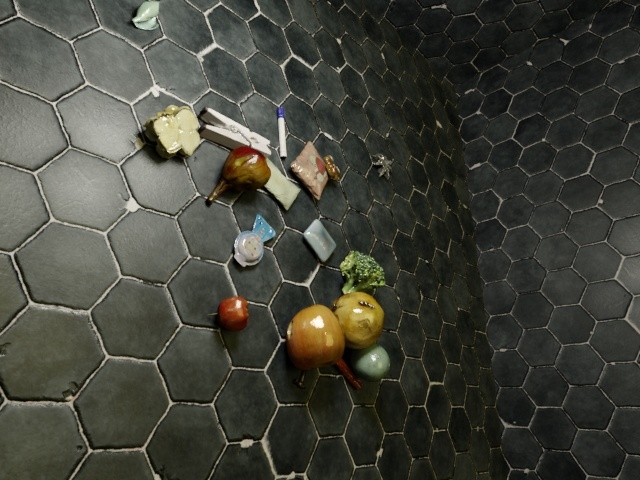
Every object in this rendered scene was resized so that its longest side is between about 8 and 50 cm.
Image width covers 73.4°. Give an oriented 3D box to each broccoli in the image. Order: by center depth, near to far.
[{"bbox_3d":[0.180,0.185,2.094,0.245,0.248,0.288,-42,123,-9],"label":"broccoli"}]

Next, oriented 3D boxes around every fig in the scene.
[{"bbox_3d":[-0.318,-0.250,1.700,0.190,0.191,0.290,51,43,-21],"label":"fig"}]

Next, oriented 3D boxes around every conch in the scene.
[{"bbox_3d":[-0.666,-0.872,1.658,0.065,0.088,0.180,19,59,9],"label":"conch"}]

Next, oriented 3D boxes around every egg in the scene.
[{"bbox_3d":[0.224,0.547,1.949,0.169,0.236,0.169,-3,98,-18],"label":"egg"}]

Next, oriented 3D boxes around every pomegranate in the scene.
[{"bbox_3d":[0.157,0.357,1.919,0.260,0.260,0.260,20,61,-42],"label":"pomegranate"}]

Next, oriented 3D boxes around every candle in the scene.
[{"bbox_3d":[0.096,0.560,1.932,0.329,0.051,0.048,53,30,-20],"label":"candle"}]

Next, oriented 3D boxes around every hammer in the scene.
[{"bbox_3d":[-0.064,0.527,1.794,0.065,0.021,0.178,41,48,-28],"label":"hammer"}]

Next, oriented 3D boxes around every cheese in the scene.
[{"bbox_3d":[-0.271,0.007,1.746,0.135,0.052,0.244,51,45,-21],"label":"cheese"}]

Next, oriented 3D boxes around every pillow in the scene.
[{"bbox_3d":[-0.196,-0.257,1.931,0.230,0.050,0.148,44,41,-23],"label":"pillow"},{"bbox_3d":[-0.037,-0.342,2.105,0.223,0.084,0.236,51,43,-24],"label":"pillow"}]

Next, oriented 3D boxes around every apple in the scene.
[{"bbox_3d":[-0.025,0.394,1.749,0.242,0.242,0.241,11,54,-45],"label":"apple"}]

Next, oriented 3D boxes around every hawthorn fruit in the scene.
[{"bbox_3d":[-0.317,0.263,1.547,0.140,0.125,0.125,22,60,-43],"label":"hawthorn fruit"}]

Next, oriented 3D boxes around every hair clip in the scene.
[{"bbox_3d":[-0.354,-0.437,1.798,0.331,0.085,0.101,18,54,-38],"label":"hair clip"}]

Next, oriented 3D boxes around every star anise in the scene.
[{"bbox_3d":[0.385,-0.456,2.624,0.205,0.061,0.180,15,65,-44],"label":"star anise"}]

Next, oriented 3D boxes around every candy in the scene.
[{"bbox_3d":[0.000,0.000,2.026,0.174,0.071,0.138,55,43,-18],"label":"candy"}]

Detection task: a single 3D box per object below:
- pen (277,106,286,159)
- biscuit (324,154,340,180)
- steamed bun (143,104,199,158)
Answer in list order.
[{"bbox_3d":[-0.184,-0.514,2.054,0.033,0.033,0.268,11,67,-45],"label":"pen"},{"bbox_3d":[0.062,-0.371,2.203,0.138,0.031,0.205,61,17,-11],"label":"biscuit"},{"bbox_3d":[-0.537,-0.389,1.566,0.177,0.106,0.192,-44,132,-33],"label":"steamed bun"}]
